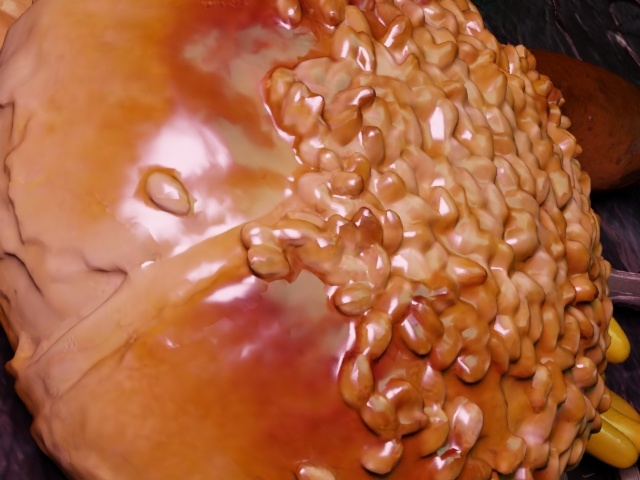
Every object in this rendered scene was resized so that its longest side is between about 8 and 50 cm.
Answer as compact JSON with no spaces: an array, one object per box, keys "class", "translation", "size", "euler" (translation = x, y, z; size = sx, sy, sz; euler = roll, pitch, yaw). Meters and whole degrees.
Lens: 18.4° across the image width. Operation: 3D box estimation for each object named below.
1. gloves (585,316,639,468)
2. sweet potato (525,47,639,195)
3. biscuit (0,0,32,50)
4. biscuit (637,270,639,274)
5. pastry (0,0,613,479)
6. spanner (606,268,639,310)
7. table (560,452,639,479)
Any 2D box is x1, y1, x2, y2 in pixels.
[{"class":"gloves","translation":[0.136,0.038,1.365],"size":[0.294,0.116,0.133],"euler":[49,23,-10]},{"class":"sweet potato","translation":[0.187,-0.088,1.527],"size":[0.359,0.112,0.112],"euler":[16,50,-45]},{"class":"biscuit","translation":[-0.182,-0.198,1.252],"size":[0.312,0.057,0.351],"euler":[18,48,-37]},{"class":"biscuit","translation":[0.362,0.104,1.586],"size":[0.235,0.063,0.151],"euler":[8,50,-25]},{"class":"pastry","translation":[0.000,0.000,1.101],"size":[0.409,0.245,0.410],"euler":[24,54,-37]},{"class":"spanner","translation":[0.266,0.040,1.522],"size":[0.325,0.026,0.093],"euler":[10,49,-27]},{"class":"table","translation":[0.234,0.209,1.368],"size":[0.146,0.062,0.175],"euler":[16,52,-40]}]
